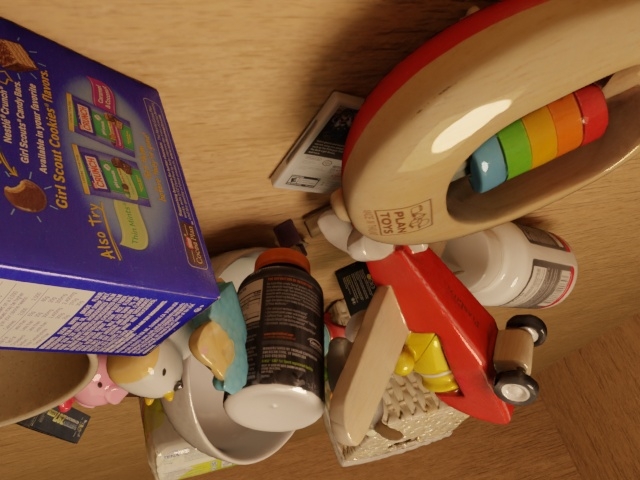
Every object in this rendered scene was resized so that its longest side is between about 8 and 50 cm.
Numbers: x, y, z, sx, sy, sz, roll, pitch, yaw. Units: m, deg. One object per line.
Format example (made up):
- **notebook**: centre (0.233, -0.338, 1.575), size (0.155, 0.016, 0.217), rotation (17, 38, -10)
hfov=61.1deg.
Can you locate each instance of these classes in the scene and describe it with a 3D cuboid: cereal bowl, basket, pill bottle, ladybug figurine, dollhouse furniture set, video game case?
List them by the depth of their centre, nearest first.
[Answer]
- **ladybug figurine**: centre (0.211, -0.146, 0.612), size (0.449, 0.161, 0.305), rotation (-23, 149, 0)
- **video game case**: centre (0.051, -0.123, 0.759), size (0.190, 0.022, 0.173), rotation (4, 145, -35)
- **pill bottle**: centre (-0.058, 0.126, 0.760), size (0.131, 0.245, 0.130), rotation (0, 137, 0)
- **cereal bowl**: centre (-0.145, 0.180, 0.899), size (0.141, 0.338, 0.339), rotation (-3, 163, 31)
- **dollhouse furniture set**: centre (0.000, 0.000, 0.901), size (0.114, 0.091, 0.081), rotation (-28, 167, 11)
- **pill bottle**: centre (0.369, 0.047, 1.095), size (0.319, 0.176, 0.176), rotation (9, 142, -42)
- **basket**: centre (0.173, 0.316, 1.319), size (0.328, 0.331, 0.266), rotation (-5, 144, -26)

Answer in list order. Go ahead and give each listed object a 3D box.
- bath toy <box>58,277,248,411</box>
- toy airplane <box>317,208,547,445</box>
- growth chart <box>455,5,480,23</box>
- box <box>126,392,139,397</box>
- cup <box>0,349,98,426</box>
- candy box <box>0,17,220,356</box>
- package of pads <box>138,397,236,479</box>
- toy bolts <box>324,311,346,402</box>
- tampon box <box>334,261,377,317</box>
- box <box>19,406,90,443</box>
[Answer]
- **bath toy**: centre (-0.259, 0.150, 0.687), size (0.348, 0.129, 0.151), rotation (-13, -173, 22)
- **toy airplane**: centre (0.122, 0.102, 0.827), size (0.386, 0.384, 0.272), rotation (8, 150, -40)
- **growth chart**: centre (0.209, -0.212, 0.695), size (0.237, 0.021, 0.172), rotation (7, 142, -41)
- **box**: centre (-0.306, 0.191, 0.985), size (0.191, 0.143, 0.381), rotation (-31, 152, 22)
- **cup**: centre (-0.411, 0.042, 0.540), size (0.331, 0.236, 0.331), rotation (-15, 153, -8)
- **candy box**: centre (-0.262, -0.057, 0.417), size (0.122, 0.268, 0.317), rotation (-39, 146, 24)
- **package of pads**: centre (-0.271, 0.371, 1.182), size (0.229, 0.296, 0.101), rotation (-7, 114, -22)
- **toy bolts**: centre (-0.013, 0.275, 1.111), size (0.159, 0.218, 0.228), rotation (-1, 105, -45)
- **tampon box**: centre (0.133, 0.094, 1.116), size (0.161, 0.101, 0.120), rotation (-24, 153, 9)
- **box**: centre (-0.550, 0.282, 0.956), size (0.233, 0.059, 0.183), rotation (17, 154, 9)
